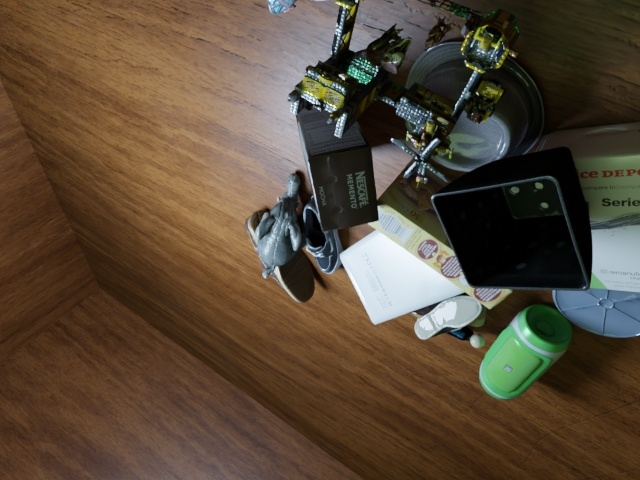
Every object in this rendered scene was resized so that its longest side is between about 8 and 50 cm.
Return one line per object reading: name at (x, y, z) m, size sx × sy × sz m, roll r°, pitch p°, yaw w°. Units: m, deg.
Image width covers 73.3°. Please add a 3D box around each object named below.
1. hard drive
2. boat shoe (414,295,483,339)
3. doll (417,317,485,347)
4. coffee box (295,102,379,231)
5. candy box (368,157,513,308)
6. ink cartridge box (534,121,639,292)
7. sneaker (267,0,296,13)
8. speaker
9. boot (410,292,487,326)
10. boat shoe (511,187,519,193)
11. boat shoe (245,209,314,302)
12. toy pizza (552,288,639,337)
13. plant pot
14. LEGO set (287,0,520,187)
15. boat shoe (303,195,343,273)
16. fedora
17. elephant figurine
hard drive at (0.204, 0.074, 1.137) m, size 0.353 × 0.047 × 0.233 m, roll -38°, pitch 76°, yaw 53°
boat shoe at (0.325, 0.188, 1.071) m, size 0.206 × 0.064 × 0.075 m, roll -42°, pitch 60°, yaw 43°
doll at (0.364, 0.241, 1.176) m, size 0.129 × 0.046 × 0.189 m, roll 18°, pitch 180°, yaw -40°
coffee box at (0.026, -0.176, 0.906) m, size 0.118 × 0.297 × 0.168 m, roll -12°, pitch 129°, yaw -1°
candy box at (0.277, -0.024, 0.920) m, size 0.316 × 0.183 × 0.088 m, roll 36°, pitch 143°, yaw 8°
ink cartridge box at (0.499, -0.051, 0.750) m, size 0.198 × 0.115 × 0.273 m, roll 3°, pitch 127°, yaw 41°
sneaker at (-0.146, -0.560, 0.845) m, size 0.262 × 0.104 × 0.125 m, roll 47°, pitch 145°, yaw -6°
speaker at (0.500, 0.286, 1.073) m, size 0.131 × 0.131 × 0.297 m, roll 28°, pitch 141°, yaw 19°
boot at (0.314, 0.109, 1.125) m, size 0.248 × 0.090 × 0.207 m, roll 8°, pitch 119°, yaw 39°
boat shoe at (0.389, -0.095, 0.872) m, size 0.132 × 0.042 × 0.049 m, roll 21°, pitch 117°, yaw 27°
boat shoe at (-0.144, 0.059, 1.445) m, size 0.342 × 0.123 × 0.123 m, roll 55°, pitch 150°, yaw -11°
toy pizza at (0.599, 0.122, 0.900) m, size 0.201 × 0.032 × 0.201 m, roll 24°, pitch 138°, yaw 23°
plant pot at (0.322, -0.045, 0.687) m, size 0.188 × 0.167 × 0.188 m, roll -6°, pitch 120°, yaw 48°
LEGO set at (0.101, -0.246, 0.632) m, size 0.331 × 0.192 × 0.255 m, roll 35°, pitch 144°, yaw 3°
boat shoe at (0.000, 0.000, 1.260) m, size 0.108 × 0.102 × 0.301 m, roll 23°, pitch 139°, yaw 24°
fedora at (0.256, -0.221, 0.796) m, size 0.275 × 0.124 × 0.244 m, roll 32°, pitch 141°, yaw 14°
elephant figurine at (-0.117, -0.041, 1.250) m, size 0.186 × 0.169 × 0.239 m, roll 60°, pitch 157°, yaw 20°
